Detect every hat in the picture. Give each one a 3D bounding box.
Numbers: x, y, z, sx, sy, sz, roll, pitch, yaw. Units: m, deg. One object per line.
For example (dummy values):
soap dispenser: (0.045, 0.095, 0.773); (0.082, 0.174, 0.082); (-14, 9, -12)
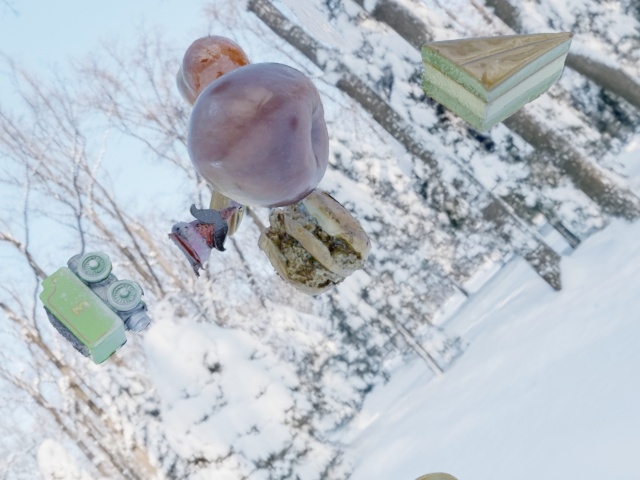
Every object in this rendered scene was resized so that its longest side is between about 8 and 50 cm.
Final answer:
hat: (-0.277, -0.030, 1.761); (0.227, 0.140, 0.129); (-42, -10, -19)

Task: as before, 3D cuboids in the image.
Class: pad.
pad: (-0.026, -0.560, 1.707); (0.232, 0.156, 0.004); (35, -92, -44)

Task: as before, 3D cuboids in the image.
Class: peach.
peach: (-0.264, -0.423, 1.799); (0.232, 0.232, 0.232); (-44, -10, -9)

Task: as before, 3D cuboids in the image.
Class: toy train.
toy train: (-0.669, 0.192, 2.012); (0.249, 0.307, 0.173); (-43, -14, -27)

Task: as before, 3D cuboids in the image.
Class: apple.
apple: (-0.115, -0.197, 1.307); (0.306, 0.235, 0.305); (-1, -90, -76)

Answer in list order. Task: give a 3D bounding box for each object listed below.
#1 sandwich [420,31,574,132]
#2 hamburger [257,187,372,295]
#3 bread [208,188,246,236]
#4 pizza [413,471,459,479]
sandwich: (0.277, -0.284, 1.084); (0.187, 0.144, 0.117); (-35, -26, -13)
hamburger: (0.000, 0.010, 1.623); (0.211, 0.245, 0.260); (-48, 30, 13)
bread: (-0.267, -0.114, 1.995); (0.077, 0.116, 0.200); (-2, -72, -57)
pizza: (0.298, 0.773, 1.903); (0.034, 0.181, 0.261); (177, 114, -77)
